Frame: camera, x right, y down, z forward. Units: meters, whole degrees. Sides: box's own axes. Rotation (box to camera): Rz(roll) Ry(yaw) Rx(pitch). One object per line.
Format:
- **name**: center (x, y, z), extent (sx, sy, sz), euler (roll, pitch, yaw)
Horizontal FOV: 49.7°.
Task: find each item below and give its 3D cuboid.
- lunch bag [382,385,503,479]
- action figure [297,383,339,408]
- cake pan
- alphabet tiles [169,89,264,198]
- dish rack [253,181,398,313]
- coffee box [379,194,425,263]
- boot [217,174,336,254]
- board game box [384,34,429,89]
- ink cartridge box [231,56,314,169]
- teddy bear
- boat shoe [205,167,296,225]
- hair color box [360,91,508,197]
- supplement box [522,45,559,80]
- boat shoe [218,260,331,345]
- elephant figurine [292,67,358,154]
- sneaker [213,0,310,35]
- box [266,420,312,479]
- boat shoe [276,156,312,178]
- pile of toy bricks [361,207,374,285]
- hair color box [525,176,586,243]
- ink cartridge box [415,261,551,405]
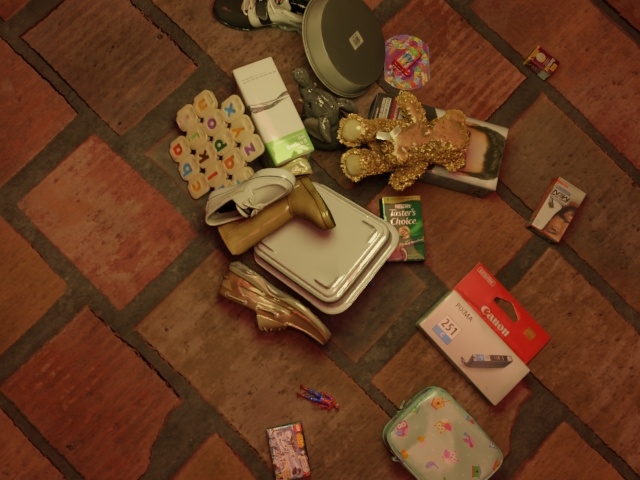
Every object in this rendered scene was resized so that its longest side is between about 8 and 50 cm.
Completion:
- **lunch bag**: center (0.303, 0.527, 1.777), extent (0.224, 0.108, 0.279), euler (-43, 86, -6)
- **action figure**: center (-0.003, 0.413, 1.804), extent (0.115, 0.030, 0.038), euler (23, 74, -4)
- **cake pan**: center (0.075, -0.537, 1.869), extent (0.293, 0.054, 0.293), euler (6, 81, -43)
- **alphabet tiles**: center (-0.272, -0.240, 1.799), extent (0.278, 0.021, 0.284), euler (-31, 84, 32)
- **dish rack**: center (0.000, 0.000, 1.773), extent (0.333, 0.072, 0.285), euler (33, 78, 31)
- **coffee box**: center (0.224, -0.031, 1.892), extent (0.113, 0.040, 0.184), euler (-1, 81, -6)
- **boot**: center (-0.113, -0.041, 1.741), extent (0.270, 0.236, 0.089), euler (-33, 129, 2)
- **board game box**: center (0.250, -0.517, 1.978), extent (0.133, 0.033, 0.168), euler (0, 81, -6)
- **ink cartridge box**: center (-0.130, -0.312, 1.819), extent (0.115, 0.198, 0.272), euler (-23, 84, -11)
- **teddy bear**: center (0.208, -0.251, 1.783), extent (0.338, 0.113, 0.245), euler (-23, 87, -4)
- **boat shoe**: center (-0.180, -0.100, 1.707), extent (0.268, 0.096, 0.088), euler (-13, 48, 27)
- **hair color box**: center (0.307, -0.259, 1.902), extent (0.375, 0.113, 0.185), euler (15, 80, -4)
- **supplement box**: center (0.644, -0.517, 2.015), extent (0.083, 0.043, 0.055), euler (38, 78, 0)
- **boat shoe**: center (-0.121, 0.182, 1.790), extent (0.324, 0.123, 0.116), euler (34, 86, 6)
- **elephant figurine**: center (0.009, -0.330, 1.816), extent (0.186, 0.239, 0.169), euler (2, 80, -6)
- **sneaker**: center (-0.132, -0.653, 1.904), extent (0.331, 0.146, 0.122), euler (3, 82, -4)
- **box**: center (-0.081, 0.542, 1.774), extent (0.094, 0.027, 0.137), euler (-10, 82, -6)
- **boat shoe**: center (-0.094, -0.156, 1.739), extent (0.153, 0.056, 0.048), euler (-25, 76, 6)
- **pile of toy bricks**: center (0.091, 0.028, 1.845), extent (0.105, 0.118, 0.212), euler (-2, 71, 32)
- **hair color box**: center (0.662, -0.084, 1.943), extent (0.093, 0.053, 0.167), euler (33, 80, -1)
- **ink cartridge box**: center (0.449, 0.245, 1.861), extent (0.261, 0.066, 0.296), euler (-43, 88, -10)
